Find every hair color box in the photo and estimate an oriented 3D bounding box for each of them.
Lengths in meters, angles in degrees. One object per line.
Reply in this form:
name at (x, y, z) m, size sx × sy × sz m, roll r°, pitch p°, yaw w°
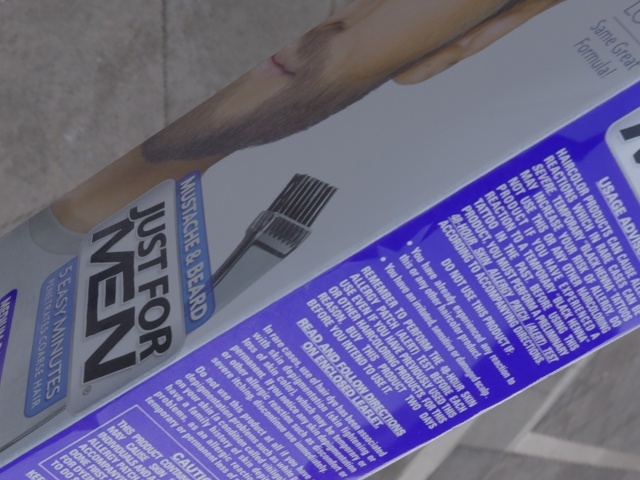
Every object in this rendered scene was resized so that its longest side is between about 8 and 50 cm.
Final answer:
hair color box at (0.000, 0.000, 0.429) m, size 0.339 × 0.185 × 0.110 m, roll -31°, pitch 123°, yaw 11°
